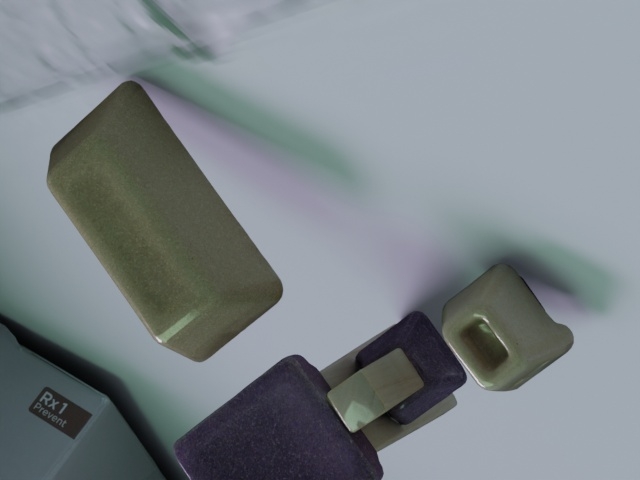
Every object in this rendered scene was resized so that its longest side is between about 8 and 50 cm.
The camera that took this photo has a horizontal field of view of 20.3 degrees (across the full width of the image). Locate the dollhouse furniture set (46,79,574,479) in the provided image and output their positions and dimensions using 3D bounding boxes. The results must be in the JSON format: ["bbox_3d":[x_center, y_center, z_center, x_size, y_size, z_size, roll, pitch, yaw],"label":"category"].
[{"bbox_3d":[0.000,0.000,0.439,0.114,0.091,0.081,54,-156,7],"label":"dollhouse furniture set"}]

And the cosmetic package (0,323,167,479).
[{"bbox_3d":[-0.134,0.125,0.798,0.127,0.107,0.238,27,163,26],"label":"cosmetic package"}]
